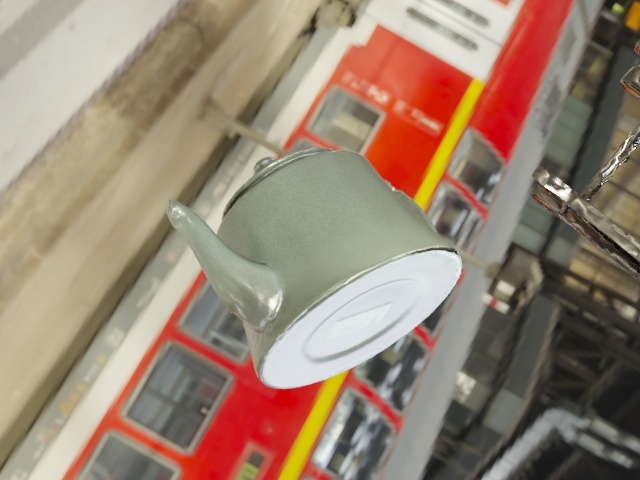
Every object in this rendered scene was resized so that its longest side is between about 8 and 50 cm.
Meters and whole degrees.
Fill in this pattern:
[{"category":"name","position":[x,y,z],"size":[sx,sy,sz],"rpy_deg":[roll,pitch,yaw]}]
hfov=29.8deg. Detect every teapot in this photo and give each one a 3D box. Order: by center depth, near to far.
[{"category":"teapot","position":[0.000,0.000,0.860],"size":[0.239,0.149,0.162],"rpy_deg":[-8,146,-45]}]

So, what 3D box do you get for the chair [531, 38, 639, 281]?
[{"category":"chair","position":[0.229,0.007,0.661],"size":[0.113,0.229,0.106],"rpy_deg":[-50,171,5]}]
